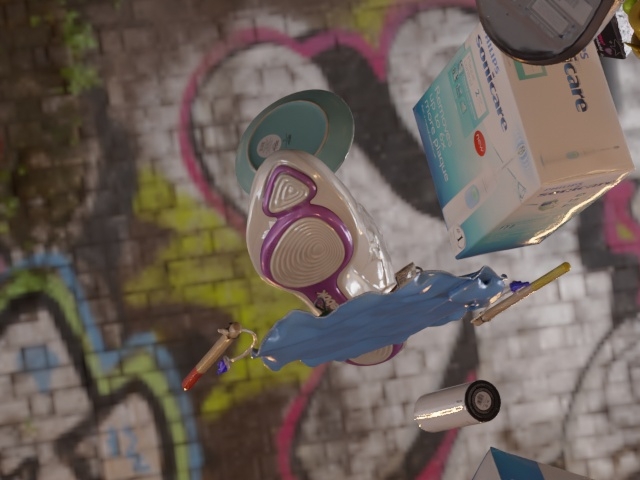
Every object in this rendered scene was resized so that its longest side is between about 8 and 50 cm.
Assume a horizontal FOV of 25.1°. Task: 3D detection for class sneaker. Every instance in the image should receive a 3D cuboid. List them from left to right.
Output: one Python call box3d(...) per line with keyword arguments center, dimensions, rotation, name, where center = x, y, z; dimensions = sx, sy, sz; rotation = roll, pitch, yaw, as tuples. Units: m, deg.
box3d(center=(0.000, 0.000, 1.479), dimensions=(0.114, 0.152, 0.305), rotation=(-16, 137, 11), name="sneaker")

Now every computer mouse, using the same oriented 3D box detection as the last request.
box3d(center=(0.232, -0.250, 1.163), dimensions=(0.072, 0.188, 0.272), rotation=(-36, 171, -46), name="computer mouse")

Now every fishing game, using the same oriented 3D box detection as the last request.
box3d(center=(0.038, 0.047, 0.993), dimensions=(0.264, 0.041, 0.189), rotation=(-11, 164, -22), name="fishing game")

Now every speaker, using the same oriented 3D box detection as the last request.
box3d(center=(0.175, 0.216, 1.856), dimensions=(0.055, 0.055, 0.136), rotation=(-8, 171, -26), name="speaker")

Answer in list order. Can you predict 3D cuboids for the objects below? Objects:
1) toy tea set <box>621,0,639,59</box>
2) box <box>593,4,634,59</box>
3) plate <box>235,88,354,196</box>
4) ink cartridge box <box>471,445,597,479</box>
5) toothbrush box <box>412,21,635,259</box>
box3d(center=(0.446, -0.241, 1.431), dimensions=(0.200, 0.124, 0.336), rotation=(-40, -141, -8), name="toy tea set")
box3d(center=(0.402, -0.390, 1.958), dimensions=(0.142, 0.163, 0.247), rotation=(17, -122, 43), name="box")
box3d(center=(-0.042, -0.136, 1.986), dimensions=(0.188, 0.188, 0.024), rotation=(-8, 148, 27), name="plate")
box3d(center=(0.233, 0.325, 1.275), dimensions=(0.232, 0.171, 0.168), rotation=(18, -158, -14), name="ink cartridge box")
box3d(center=(0.235, -0.125, 1.728), dimensions=(0.126, 0.216, 0.295), rotation=(-11, 167, -18), name="toothbrush box")
